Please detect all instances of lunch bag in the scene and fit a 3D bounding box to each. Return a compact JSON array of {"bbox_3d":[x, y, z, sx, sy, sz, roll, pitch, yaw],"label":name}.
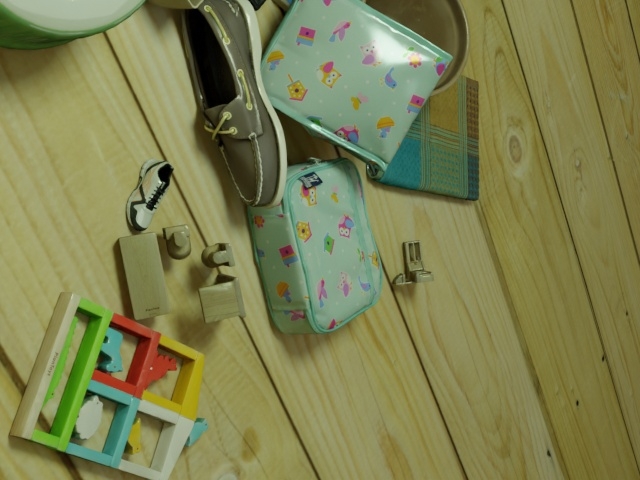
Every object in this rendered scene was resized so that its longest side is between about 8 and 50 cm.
[{"bbox_3d":[0.000,0.000,1.492,0.224,0.108,0.279,-23,106,-48],"label":"lunch bag"},{"bbox_3d":[0.037,-0.267,1.450,0.262,0.160,0.223,29,96,-10],"label":"lunch bag"}]

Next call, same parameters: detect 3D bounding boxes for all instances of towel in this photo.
[{"bbox_3d":[0.214,-0.227,1.815,0.370,0.040,0.271,7,83,-51],"label":"towel"}]

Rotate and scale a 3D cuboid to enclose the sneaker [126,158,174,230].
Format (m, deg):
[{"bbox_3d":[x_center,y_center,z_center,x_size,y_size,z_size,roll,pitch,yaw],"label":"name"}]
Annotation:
[{"bbox_3d":[-0.237,-0.065,1.265,0.040,0.044,0.109,30,68,-48],"label":"sneaker"}]

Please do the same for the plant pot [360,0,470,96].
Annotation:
[{"bbox_3d":[0.143,-0.364,1.623,0.237,0.110,0.237,2,87,-28],"label":"plant pot"}]

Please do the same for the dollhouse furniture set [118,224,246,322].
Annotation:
[{"bbox_3d":[-0.206,0.051,1.307,0.151,0.123,0.144,-12,94,-16],"label":"dollhouse furniture set"}]

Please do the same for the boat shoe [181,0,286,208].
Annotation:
[{"bbox_3d":[-0.132,-0.201,1.344,0.097,0.116,0.324,-14,95,-45],"label":"boat shoe"}]

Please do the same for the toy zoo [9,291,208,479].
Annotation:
[{"bbox_3d":[-0.261,0.212,1.232,0.293,0.030,0.192,34,63,-44],"label":"toy zoo"}]

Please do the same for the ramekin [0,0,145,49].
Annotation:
[{"bbox_3d":[-0.321,-0.370,1.038,0.303,0.148,0.303,-10,107,-37],"label":"ramekin"}]

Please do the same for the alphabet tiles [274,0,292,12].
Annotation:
[{"bbox_3d":[-0.006,-0.501,1.575,0.278,0.021,0.284,34,63,-44],"label":"alphabet tiles"}]

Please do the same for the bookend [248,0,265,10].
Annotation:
[{"bbox_3d":[-0.118,-0.455,1.381,0.157,0.072,0.156,-55,126,-26],"label":"bookend"}]

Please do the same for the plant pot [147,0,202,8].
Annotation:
[{"bbox_3d":[-0.210,-0.389,1.269,0.109,0.096,0.109,55,50,-32],"label":"plant pot"}]

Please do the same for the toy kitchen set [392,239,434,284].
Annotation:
[{"bbox_3d":[0.170,0.043,1.729,0.068,0.083,0.075,-7,95,-8],"label":"toy kitchen set"}]
